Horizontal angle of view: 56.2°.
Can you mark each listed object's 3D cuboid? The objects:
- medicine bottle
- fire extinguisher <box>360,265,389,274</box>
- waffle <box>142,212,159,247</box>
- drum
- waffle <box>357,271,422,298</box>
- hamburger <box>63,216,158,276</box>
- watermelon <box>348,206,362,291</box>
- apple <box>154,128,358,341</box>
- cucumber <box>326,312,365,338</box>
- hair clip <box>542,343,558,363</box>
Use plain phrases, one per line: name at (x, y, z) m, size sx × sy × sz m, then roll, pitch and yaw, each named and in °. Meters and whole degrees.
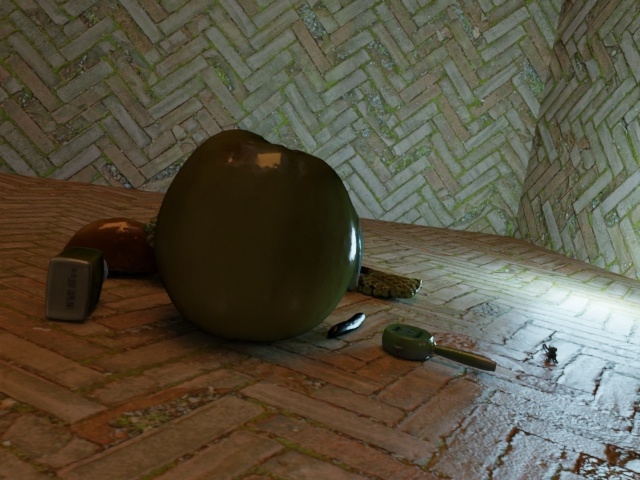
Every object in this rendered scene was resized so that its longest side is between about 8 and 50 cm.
medicine bottle at (-0.522, 0.084, 1.293) m, size 0.088 × 0.132 × 0.188 m, roll 7°, pitch 9°, yaw -9°
fire extinguisher at (0.191, 0.121, 2.061) m, size 0.049 × 0.035 × 0.173 m, roll 6°, pitch 6°, yaw -39°
waffle at (-0.392, 0.027, 1.634) m, size 0.054 × 0.223 × 0.204 m, roll -29°, pitch 9°, yaw 15°
drum at (0.264, 0.243, 1.357) m, size 0.253 × 0.049 × 0.130 m, roll 11°, pitch 10°, yaw 8°
waffle at (0.218, 0.141, 1.900) m, size 0.207 × 0.054 × 0.214 m, roll 9°, pitch 12°, yaw 18°
hamburger at (-0.548, 0.013, 1.624) m, size 0.283 × 0.157 × 0.144 m, roll 6°, pitch 10°, yaw -32°
watermelon at (0.000, 0.000, 1.919) m, size 0.258 × 0.228 × 0.387 m, roll -12°, pitch 49°, yaw -15°
apple at (-0.133, -0.008, 1.328) m, size 0.473 × 0.474 × 0.473 m, roll 9°, pitch 9°, yaw -1°
cucumber at (0.067, 0.205, 1.445) m, size 0.036 × 0.033 × 0.184 m, roll 32°, pitch 19°, yaw 20°
hair clip at (0.582, 0.275, 1.512) m, size 0.030 × 0.039 × 0.115 m, roll 17°, pitch 9°, yaw 12°
